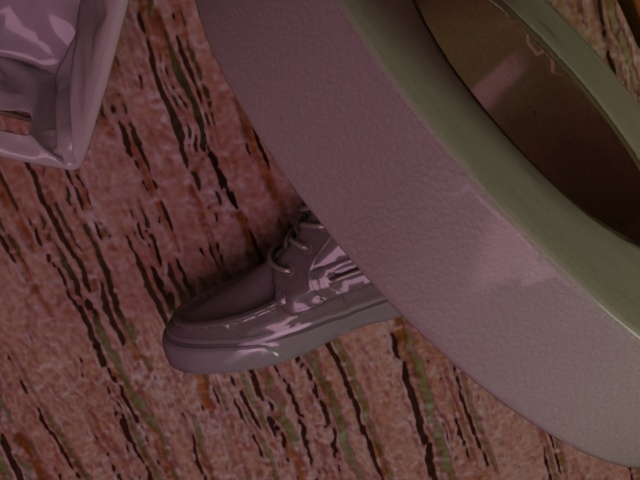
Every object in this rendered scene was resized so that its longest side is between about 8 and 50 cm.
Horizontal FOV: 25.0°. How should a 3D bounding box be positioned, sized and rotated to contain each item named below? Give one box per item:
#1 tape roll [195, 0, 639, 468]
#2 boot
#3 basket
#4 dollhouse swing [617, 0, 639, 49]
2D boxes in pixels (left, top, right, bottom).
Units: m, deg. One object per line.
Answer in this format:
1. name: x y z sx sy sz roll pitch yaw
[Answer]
1. tape roll: 0.096 -0.057 0.778 0.392 0.392 0.072 37 115 -24
2. boot: 0.000 0.000 1.001 0.258 0.095 0.123 -18 118 0
3. basket: -0.177 -0.145 0.876 0.113 0.103 0.167 14 124 -12
4. dollhouse swing: 0.274 -0.208 0.700 0.305 0.347 0.315 -23 122 14
